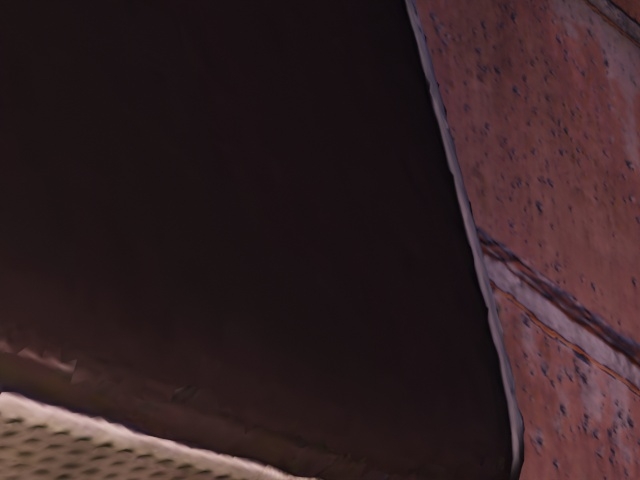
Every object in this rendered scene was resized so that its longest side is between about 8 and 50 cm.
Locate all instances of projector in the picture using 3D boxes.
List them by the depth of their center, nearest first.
[{"bbox_3d":[-0.159,-0.083,0.590,0.405,0.242,0.395,25,46,-52],"label":"projector"}]
